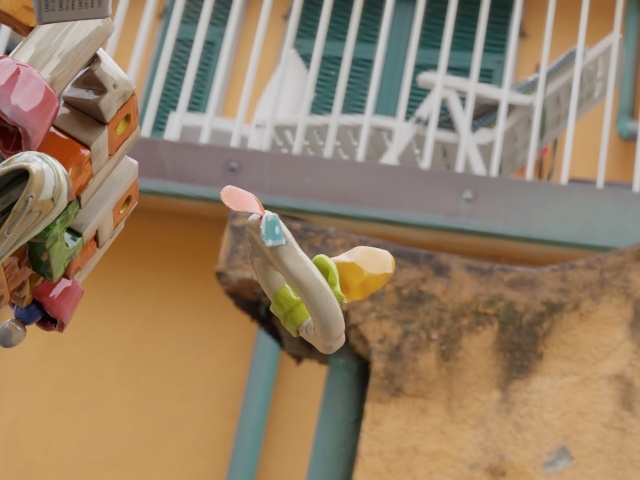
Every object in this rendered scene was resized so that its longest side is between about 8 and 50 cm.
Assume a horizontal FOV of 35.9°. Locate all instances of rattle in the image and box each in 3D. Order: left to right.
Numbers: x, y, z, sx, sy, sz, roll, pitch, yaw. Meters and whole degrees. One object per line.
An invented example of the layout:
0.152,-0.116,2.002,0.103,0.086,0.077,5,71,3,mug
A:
0.000,0.000,0.921,0.142,0.130,0.200,-24,-54,-6,rattle

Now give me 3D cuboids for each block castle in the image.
-0.370,-0.086,1.009,0.303,0.213,0.453,28,-30,6,block castle

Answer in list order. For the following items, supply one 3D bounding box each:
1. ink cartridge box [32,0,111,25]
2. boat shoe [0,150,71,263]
-0.176,-0.320,0.638,0.060,0.239,0.275,-10,-24,-20,ink cartridge box
-0.253,0.009,0.657,0.068,0.190,0.072,44,4,0,boat shoe
